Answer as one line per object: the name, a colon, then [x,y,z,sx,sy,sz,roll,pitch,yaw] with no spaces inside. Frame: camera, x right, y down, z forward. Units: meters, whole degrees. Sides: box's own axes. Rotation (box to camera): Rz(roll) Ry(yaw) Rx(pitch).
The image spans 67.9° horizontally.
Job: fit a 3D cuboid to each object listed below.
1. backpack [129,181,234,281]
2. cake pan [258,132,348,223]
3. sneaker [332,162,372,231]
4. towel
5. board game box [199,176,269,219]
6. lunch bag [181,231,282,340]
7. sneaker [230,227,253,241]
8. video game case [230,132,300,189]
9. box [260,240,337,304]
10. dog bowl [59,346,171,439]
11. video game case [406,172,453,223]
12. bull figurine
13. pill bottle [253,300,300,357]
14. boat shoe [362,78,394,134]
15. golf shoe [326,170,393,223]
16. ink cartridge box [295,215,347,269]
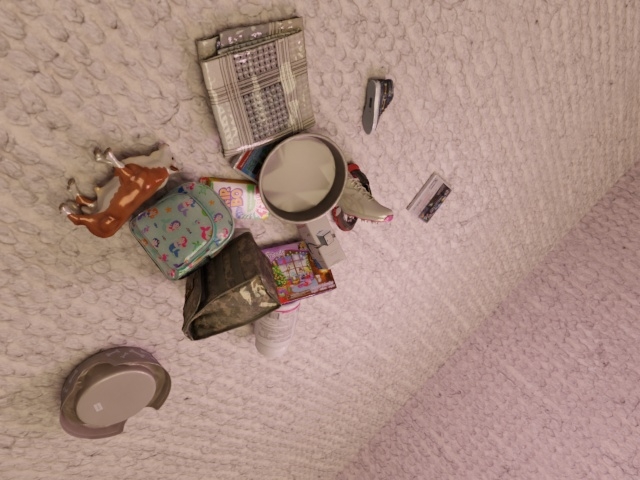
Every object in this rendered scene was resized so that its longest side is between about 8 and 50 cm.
backpack: [-0.369,-0.036,1.314,0.253,0.225,0.191,-37,-178,-16]
cake pan: [-0.057,-0.193,1.466,0.293,0.054,0.293,-11,120,-20]
sneaker: [0.118,-0.132,1.706,0.098,0.135,0.276,-19,134,-30]
towel: [-0.157,-0.414,1.286,0.312,0.056,0.324,-24,127,-22]
board game box: [-0.261,-0.128,1.477,0.260,0.039,0.124,1,120,-37]
lunch bag: [-0.285,0.140,1.390,0.287,0.235,0.169,-28,124,4]
sneaker: [-0.276,0.082,1.572,0.118,0.110,0.292,-13,131,-25]
video game case: [-0.117,-0.245,1.475,0.285,0.025,0.204,30,95,-45]
box: [-0.102,0.115,1.686,0.293,0.200,0.057,-13,169,-32]
dog bowl: [-0.687,0.503,1.589,0.349,0.102,0.348,-21,133,-25]
video game case: [0.472,-0.178,2.042,0.173,0.022,0.190,25,104,-47]
bull figurine: [-0.510,-0.140,1.215,0.310,0.101,0.188,-51,135,3]
pill bottle: [-0.169,0.299,1.798,0.160,0.160,0.283,-13,132,-31]
boat shoe: [0.195,-0.440,1.568,0.083,0.065,0.183,-16,130,-28]
golf shoe: [0.104,-0.152,1.568,0.115,0.306,0.140,-26,135,-64]
ink cartridge box: [0.000,0.000,1.646,0.082,0.140,0.190,-29,95,-16]
